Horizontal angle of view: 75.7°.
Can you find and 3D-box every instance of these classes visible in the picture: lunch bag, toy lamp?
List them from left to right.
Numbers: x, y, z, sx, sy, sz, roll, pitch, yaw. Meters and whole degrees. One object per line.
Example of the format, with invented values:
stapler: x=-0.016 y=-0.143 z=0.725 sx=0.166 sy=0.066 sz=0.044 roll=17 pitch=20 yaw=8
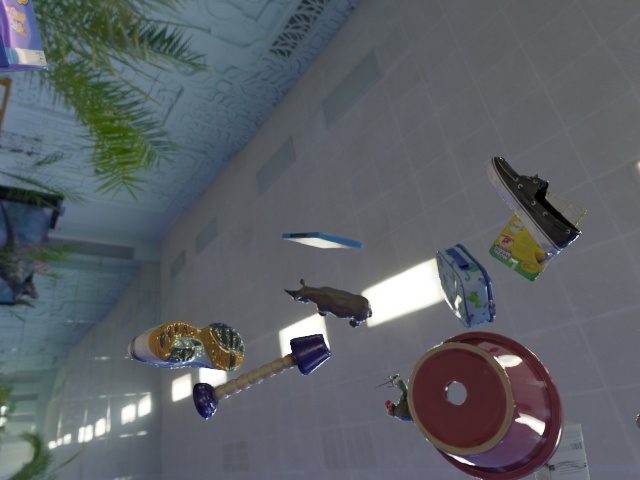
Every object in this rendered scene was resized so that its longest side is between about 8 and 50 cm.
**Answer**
toy lamp: x=-0.111 y=0.259 z=0.811 sx=0.274 sy=0.080 sz=0.080 roll=-23 pitch=-126 yaw=2
lunch bag: x=0.390 y=0.117 z=1.118 sx=0.219 sy=0.090 sz=0.176 roll=-100 pitch=174 yaw=-69

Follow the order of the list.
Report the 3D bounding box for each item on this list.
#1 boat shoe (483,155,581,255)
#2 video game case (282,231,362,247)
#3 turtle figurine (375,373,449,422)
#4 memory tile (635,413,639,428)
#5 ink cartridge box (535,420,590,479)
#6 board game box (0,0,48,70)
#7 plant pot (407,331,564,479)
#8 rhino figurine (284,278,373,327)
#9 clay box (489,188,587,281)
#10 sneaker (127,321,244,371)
boat shoe: x=0.402 y=-0.084 z=0.783 sx=0.076 sy=0.080 sz=0.229 roll=-45 pitch=-124 yaw=38
video game case: x=0.000 y=0.000 z=0.947 sx=0.166 sy=0.119 sz=0.015 roll=0 pitch=-102 yaw=59
turtle figurine: x=0.298 y=0.523 z=1.316 sx=0.233 sy=0.175 sz=0.118 roll=-13 pitch=-152 yaw=22
memory tile: x=0.492 y=0.257 z=0.508 sx=0.148 sy=0.012 sz=0.113 roll=36 pitch=-36 yaw=16
ink cartridge box: x=0.579 y=0.526 z=1.002 sx=0.063 sy=0.109 sz=0.151 roll=135 pitch=-46 yaw=-73
board game box: x=-0.611 y=-0.457 z=0.667 sx=0.233 sy=0.078 sz=0.348 roll=2 pitch=-70 yaw=13
plant pot: x=0.211 y=0.218 z=0.561 sx=0.201 sy=0.180 sz=0.202 roll=-15 pitch=-118 yaw=30
rhino figurine: x=0.022 y=0.158 z=1.072 sx=0.106 sy=0.243 sz=0.073 roll=93 pitch=14 yaw=-64
clay box: x=0.525 y=-0.015 z=1.013 sx=0.127 sy=0.053 sz=0.222 roll=38 pitch=-96 yaw=21
sneaker: x=-0.309 y=0.251 z=0.978 sx=0.130 sy=0.296 sz=0.112 roll=-16 pitch=-119 yaw=26
